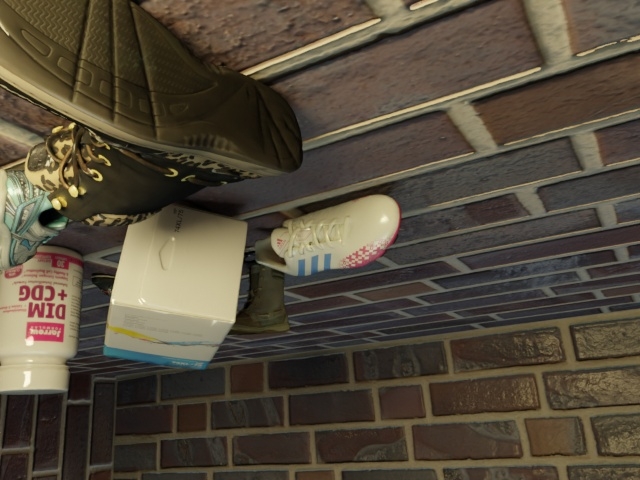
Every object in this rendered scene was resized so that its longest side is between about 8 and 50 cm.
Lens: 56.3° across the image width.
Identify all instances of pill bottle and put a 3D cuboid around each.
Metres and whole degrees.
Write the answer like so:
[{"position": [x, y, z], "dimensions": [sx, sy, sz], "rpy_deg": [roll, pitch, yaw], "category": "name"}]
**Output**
[{"position": [-0.572, 0.163, 1.212], "dimensions": [0.161, 0.282, 0.160], "rpy_deg": [-3, 163, -1], "category": "pill bottle"}]

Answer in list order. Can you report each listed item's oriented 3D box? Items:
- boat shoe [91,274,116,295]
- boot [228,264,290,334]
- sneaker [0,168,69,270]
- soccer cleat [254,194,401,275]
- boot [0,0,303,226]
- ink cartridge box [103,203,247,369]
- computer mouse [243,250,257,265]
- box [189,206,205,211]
[{"position": [-0.515, 0.114, 1.470], "dimensions": [0.049, 0.041, 0.133], "rpy_deg": [-5, 161, 13], "category": "boat shoe"}, {"position": [-0.159, 0.137, 1.400], "dimensions": [0.077, 0.164, 0.213], "rpy_deg": [-11, 168, 41], "category": "boot"}, {"position": [-0.458, -0.023, 0.943], "dimensions": [0.122, 0.110, 0.283], "rpy_deg": [-1, 163, -19], "category": "sneaker"}, {"position": [0.000, 0.000, 1.082], "dimensions": [0.143, 0.115, 0.331], "rpy_deg": [9, 159, -35], "category": "soccer cleat"}, {"position": [-0.236, -0.118, 0.654], "dimensions": [0.284, 0.138, 0.378], "rpy_deg": [-17, 164, 36], "category": "boot"}, {"position": [-0.264, 0.089, 1.071], "dimensions": [0.197, 0.198, 0.270], "rpy_deg": [12, 149, -15], "category": "ink cartridge box"}, {"position": [-0.193, 0.019, 1.253], "dimensions": [0.242, 0.041, 0.071], "rpy_deg": [6, 144, -42], "category": "computer mouse"}, {"position": [-0.240, -0.035, 1.086], "dimensions": [0.083, 0.018, 0.067], "rpy_deg": [-11, 161, 22], "category": "box"}]
